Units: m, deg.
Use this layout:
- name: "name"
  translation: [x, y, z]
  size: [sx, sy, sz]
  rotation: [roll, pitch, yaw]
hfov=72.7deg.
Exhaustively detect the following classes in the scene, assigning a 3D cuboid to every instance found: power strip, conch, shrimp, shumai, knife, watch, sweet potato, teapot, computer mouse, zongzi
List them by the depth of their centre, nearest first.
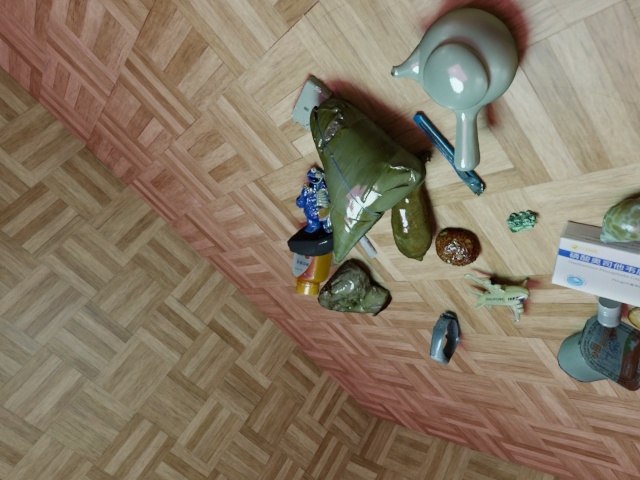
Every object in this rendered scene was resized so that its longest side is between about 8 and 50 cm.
- name: "teapot"
  translation: [0.320, -0.317, 0.921]
  size: [0.318, 0.149, 0.220]
  rotation: [48, 152, -18]
- name: "conch"
  translation: [0.698, -0.046, 0.965]
  size: [0.116, 0.105, 0.173]
  rotation: [6, 164, 9]
- name: "knife"
  translation: [0.346, -0.225, 1.164]
  size: [0.296, 0.026, 0.044]
  rotation: [43, 163, -14]
- name: "shrimp"
  translation: [0.942, 0.229, 1.181]
  size: [0.178, 0.034, 0.124]
  rotation: [35, 146, 13]
- name: "zongzi"
  translation: [0.052, -0.176, 1.247]
  size: [0.356, 0.174, 0.393]
  rotation: [48, 122, 12]
- name: "power strip"
  translation: [-0.031, -0.406, 1.303]
  size: [0.081, 0.035, 0.192]
  rotation: [38, 152, -4]
- name: "sweet potato"
  translation: [0.282, -0.095, 1.343]
  size: [0.131, 0.130, 0.422]
  rotation: [18, 137, 31]
- name: "computer mouse"
  translation: [0.000, 0.000, 1.740]
  size: [0.269, 0.170, 0.100]
  rotation: [1, 121, 52]
- name: "watch"
  translation: [0.511, 0.403, 1.773]
  size: [0.069, 0.192, 0.206]
  rotation: [13, 165, 37]
- name: "shumai"
  translation: [0.153, 0.256, 1.911]
  size: [0.283, 0.217, 0.346]
  rotation: [40, 149, -5]

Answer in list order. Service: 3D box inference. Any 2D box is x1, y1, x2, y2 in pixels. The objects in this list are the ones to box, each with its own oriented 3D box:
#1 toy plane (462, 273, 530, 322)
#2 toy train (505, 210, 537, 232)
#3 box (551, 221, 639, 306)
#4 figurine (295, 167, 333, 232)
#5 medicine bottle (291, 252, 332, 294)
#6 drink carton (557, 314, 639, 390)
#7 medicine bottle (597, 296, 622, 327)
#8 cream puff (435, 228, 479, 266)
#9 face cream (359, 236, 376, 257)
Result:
- name: "toy plane"
  translation: [0.591, 0.182, 1.425]
  size: [0.242, 0.104, 0.256]
  rotation: [41, 152, -3]
- name: "toy train"
  translation: [0.553, -0.050, 1.189]
  size: [0.053, 0.033, 0.083]
  rotation: [44, 151, -24]
- name: "box"
  translation: [0.783, 0.077, 1.088]
  size: [0.344, 0.065, 0.200]
  rotation: [17, 146, 32]
- name: "figurine"
  translation: [-0.006, -0.151, 1.590]
  size: [0.164, 0.120, 0.262]
  rotation: [8, 125, 1]
- name: "medicine bottle"
  translation: [-0.043, 0.121, 1.915]
  size: [0.150, 0.221, 0.112]
  rotation: [13, -173, 41]
- name: "drink carton"
  translation: [0.845, 0.341, 1.330]
  size: [0.191, 0.185, 0.189]
  rotation: [29, 163, 10]
- name: "medicine bottle"
  translation: [0.823, 0.199, 1.236]
  size: [0.058, 0.058, 0.091]
  rotation: [11, 143, 39]
- name: "cream puff"
  translation: [0.435, 0.031, 1.394]
  size: [0.149, 0.084, 0.149]
  rotation: [29, 153, 16]
- name: "face cream"
  translation: [0.177, 0.014, 1.708]
  size: [0.034, 0.034, 0.130]
  rotation: [0, 136, 48]
